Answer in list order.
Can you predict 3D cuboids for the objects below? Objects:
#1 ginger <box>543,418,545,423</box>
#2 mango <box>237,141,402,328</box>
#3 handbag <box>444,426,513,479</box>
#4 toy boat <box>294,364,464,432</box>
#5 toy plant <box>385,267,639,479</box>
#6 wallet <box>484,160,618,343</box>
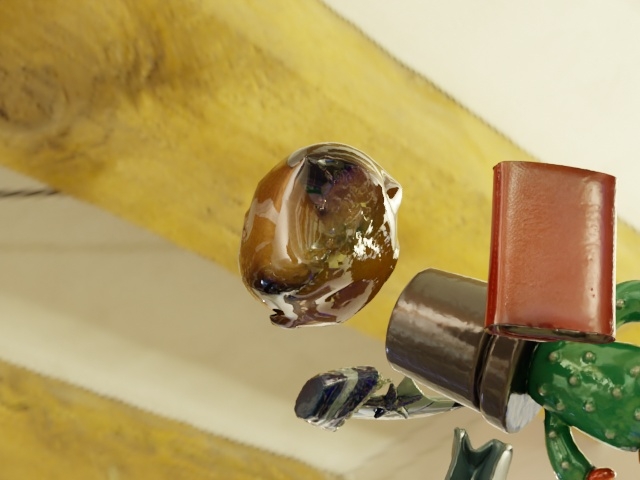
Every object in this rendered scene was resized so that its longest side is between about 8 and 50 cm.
[{"bbox_3d":[0.405,0.193,2.797,0.122,0.290,0.084,-18,-11,-17],"label":"ginger"},{"bbox_3d":[0.000,0.000,1.713,0.201,0.152,0.287,-25,-18,-9],"label":"mango"},{"bbox_3d":[0.136,0.306,1.563,0.062,0.179,0.229,15,-32,11],"label":"handbag"},{"bbox_3d":[0.103,0.234,2.365,0.291,0.070,0.210,-6,-22,1],"label":"toy boat"},{"bbox_3d":[0.290,0.153,1.949,0.279,0.400,0.185,-56,-32,-23],"label":"toy plant"},{"bbox_3d":[0.256,0.014,1.725,0.142,0.204,0.045,6,-26,0],"label":"wallet"}]
